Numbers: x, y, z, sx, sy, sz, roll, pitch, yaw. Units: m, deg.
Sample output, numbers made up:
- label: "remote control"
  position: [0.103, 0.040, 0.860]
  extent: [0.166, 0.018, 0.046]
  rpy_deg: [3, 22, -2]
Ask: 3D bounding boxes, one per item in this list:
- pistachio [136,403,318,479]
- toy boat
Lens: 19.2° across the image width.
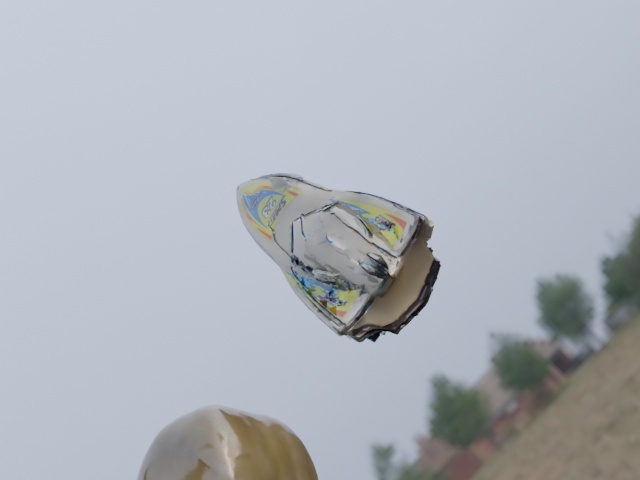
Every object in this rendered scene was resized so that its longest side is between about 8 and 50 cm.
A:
- label: "pistachio"
  position: [-0.048, 0.182, 1.100]
  extent: [0.108, 0.185, 0.126]
  rpy_deg: [-11, 14, -13]
- label: "toy boat"
  position: [0.000, 0.000, 1.162]
  extent: [0.084, 0.066, 0.210]
  rpy_deg: [-59, 36, -1]
